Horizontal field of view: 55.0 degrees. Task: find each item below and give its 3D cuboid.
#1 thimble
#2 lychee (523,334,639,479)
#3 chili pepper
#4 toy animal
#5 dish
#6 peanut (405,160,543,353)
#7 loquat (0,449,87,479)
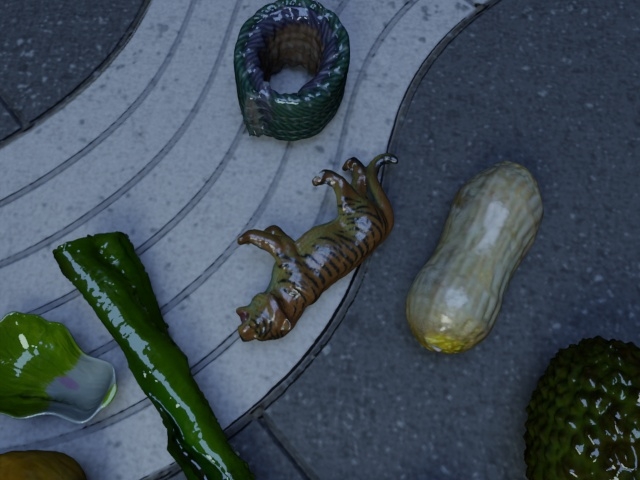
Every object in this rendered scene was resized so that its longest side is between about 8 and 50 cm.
[{"bbox_3d":[-0.029,-0.177,0.650,0.119,0.090,0.135,6,69,2],"label":"thimble"},{"bbox_3d":[0.237,0.158,0.485,0.171,0.171,0.171,0,68,0],"label":"lychee"},{"bbox_3d":[-0.114,0.139,0.539,0.076,0.085,0.359,-44,77,25],"label":"chili pepper"},{"bbox_3d":[0.000,0.000,0.604,0.241,0.057,0.099,-39,80,-16],"label":"toy animal"},{"bbox_3d":[-0.246,0.124,0.558,0.137,0.039,0.091,19,64,6],"label":"dish"},{"bbox_3d":[0.147,0.011,0.578,0.087,0.087,0.206,27,71,10],"label":"peanut"},{"bbox_3d":[-0.246,0.231,0.480,0.137,0.113,0.137,-17,48,20],"label":"loquat"}]
